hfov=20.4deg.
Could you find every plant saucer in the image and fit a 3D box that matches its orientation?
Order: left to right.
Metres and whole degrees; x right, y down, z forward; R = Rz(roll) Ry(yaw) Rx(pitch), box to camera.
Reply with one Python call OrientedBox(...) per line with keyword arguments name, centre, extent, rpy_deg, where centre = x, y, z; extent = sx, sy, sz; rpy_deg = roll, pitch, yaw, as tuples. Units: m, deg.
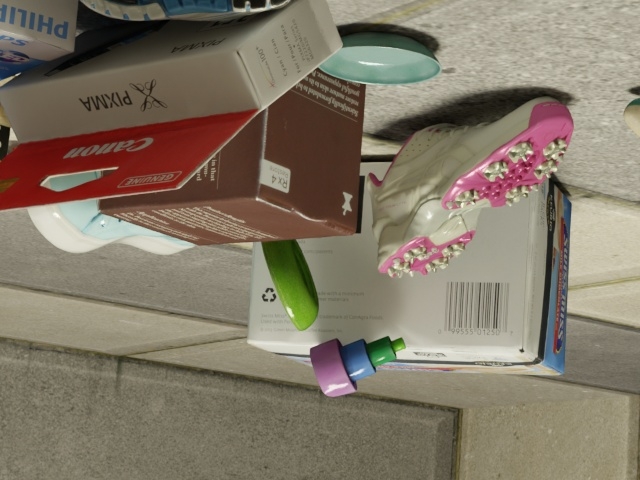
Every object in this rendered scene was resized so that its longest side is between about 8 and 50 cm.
OrientedBox(name="plant saucer", centre=(0.056, -0.174, 1.675), extent=(0.119, 0.021, 0.119), rpy_deg=(4, 168, 1))

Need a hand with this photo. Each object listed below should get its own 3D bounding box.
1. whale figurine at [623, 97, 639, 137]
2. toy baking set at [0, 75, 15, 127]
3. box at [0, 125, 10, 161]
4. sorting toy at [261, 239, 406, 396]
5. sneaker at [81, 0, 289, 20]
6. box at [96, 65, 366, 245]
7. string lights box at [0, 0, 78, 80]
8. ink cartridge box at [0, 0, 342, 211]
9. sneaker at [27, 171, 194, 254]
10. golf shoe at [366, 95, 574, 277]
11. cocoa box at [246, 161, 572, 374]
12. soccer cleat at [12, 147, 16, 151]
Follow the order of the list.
OrientedBox(name="whale figurine", centre=(0.433, -0.085, 1.788), extent=(0.272, 0.141, 0.216), rpy_deg=(37, 155, -22))
OrientedBox(name="toy baking set", centre=(-0.261, -0.141, 1.930), extent=(0.196, 0.030, 0.256), rpy_deg=(-6, 165, 40))
OrientedBox(name="box", centre=(-0.545, -0.122, 2.017), extent=(0.257, 0.079, 0.322), rpy_deg=(16, 164, -40))
OrientedBox(name="sorting toy", centre=(0.000, 0.000, 1.964), extent=(0.126, 0.366, 0.127), rpy_deg=(-21, -161, 7))
OrientedBox(name="sneaker", centre=(-0.111, -0.207, 1.469), extent=(0.190, 0.071, 0.083), rpy_deg=(4, 174, 4))
OrientedBox(name="box", centre=(-0.086, -0.095, 1.748), extent=(0.203, 0.167, 0.168), rpy_deg=(-4, 165, 34))
OrientedBox(name="string lights box", centre=(-0.338, -0.191, 1.595), extent=(0.133, 0.077, 0.259), rpy_deg=(12, 166, -36))
OrientedBox(name="ink cartridge box", centre=(-0.167, -0.120, 1.533), extent=(0.296, 0.066, 0.261), rpy_deg=(-5, -153, 38))
OrientedBox(name="sneaker", centre=(-0.203, -0.067, 2.059), extent=(0.150, 0.135, 0.366), rpy_deg=(-23, 170, 23))
OrientedBox(name="golf shoe", centre=(0.144, -0.082, 1.890), extent=(0.115, 0.140, 0.306), rpy_deg=(3, 148, -39))
OrientedBox(name="cocoa box", centre=(0.114, 0.036, 2.155), extent=(0.347, 0.231, 0.228), rpy_deg=(1, 169, 20))
OrientedBox(name="soccer cleat", centre=(-0.377, -0.074, 2.221), extent=(0.076, 0.068, 0.196), rpy_deg=(7, 166, -30))
